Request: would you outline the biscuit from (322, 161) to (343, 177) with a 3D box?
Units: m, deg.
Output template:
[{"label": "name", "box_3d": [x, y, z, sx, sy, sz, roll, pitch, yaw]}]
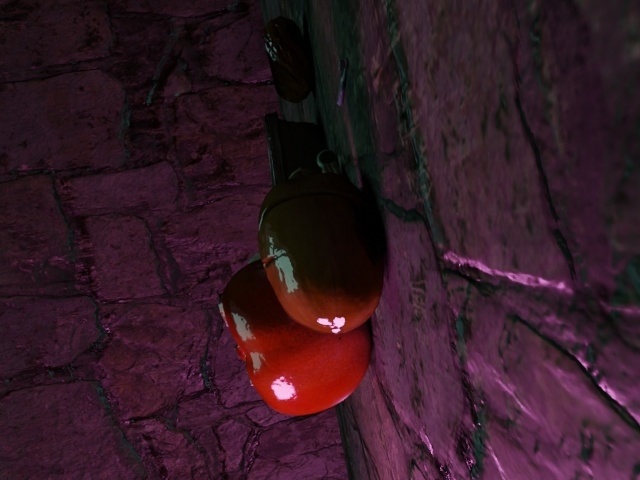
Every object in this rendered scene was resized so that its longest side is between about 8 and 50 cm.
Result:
[{"label": "biscuit", "box_3d": [0.044, -0.044, 1.426, 0.250, 0.046, 0.147, -107, 7, -60]}]

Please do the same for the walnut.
[{"label": "walnut", "box_3d": [-0.005, 0.009, 1.191, 0.203, 0.203, 0.298, 86, 165, -59]}]

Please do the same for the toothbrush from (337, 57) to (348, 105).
[{"label": "toothbrush", "box_3d": [0.034, -0.259, 1.230, 0.167, 0.014, 0.011, 96, 154, -77]}]

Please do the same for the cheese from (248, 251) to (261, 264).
[{"label": "cheese", "box_3d": [-0.004, 0.067, 1.792, 0.248, 0.251, 0.174, 28, -155, -47]}]

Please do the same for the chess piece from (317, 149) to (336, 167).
[{"label": "chess piece", "box_3d": [0.018, -0.153, 1.590, 0.093, 0.042, 0.042, 75, -178, -63]}]

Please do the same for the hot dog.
[{"label": "hot dog", "box_3d": [-0.075, -0.419, 1.747, 0.227, 0.099, 0.160, 87, 171, -71]}]

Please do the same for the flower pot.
[{"label": "flower pot", "box_3d": [-0.059, -0.203, 1.801, 0.235, 0.140, 0.235, 170, 90, -84]}]

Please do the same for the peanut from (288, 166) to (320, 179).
[{"label": "peanut", "box_3d": [-0.004, -0.050, 1.574, 0.229, 0.103, 0.098, 64, -164, 14]}]

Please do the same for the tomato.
[{"label": "tomato", "box_3d": [-0.045, 0.185, 1.556, 0.341, 0.272, 0.341, 157, 90, -88]}]
